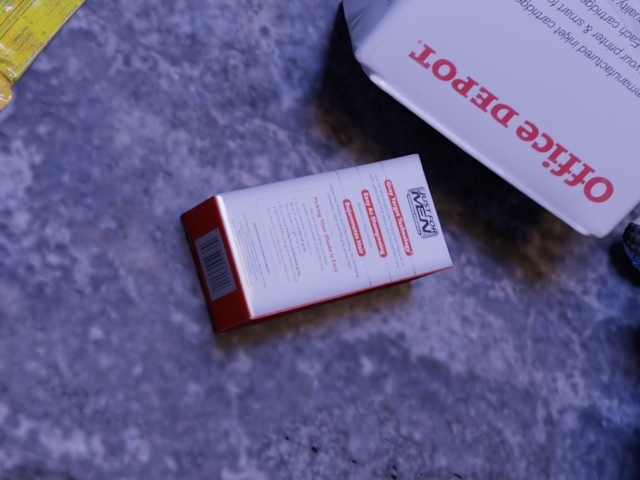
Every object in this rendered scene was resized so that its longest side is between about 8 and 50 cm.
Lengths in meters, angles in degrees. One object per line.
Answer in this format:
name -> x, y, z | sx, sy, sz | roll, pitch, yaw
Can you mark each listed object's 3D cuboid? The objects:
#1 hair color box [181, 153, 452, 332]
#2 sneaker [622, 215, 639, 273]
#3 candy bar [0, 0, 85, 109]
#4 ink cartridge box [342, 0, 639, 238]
hair color box -> 0.000, 0.000, 0.796 | 0.141, 0.043, 0.072 | -12, 83, -34
sneaker -> 0.274, -0.019, 0.977 | 0.191, 0.071, 0.083 | -5, 53, -31
candy bar -> -0.140, -0.137, 0.761 | 0.040, 0.018, 0.161 | 44, 57, -19
ink cartridge box -> 0.172, -0.167, 0.818 | 0.198, 0.273, 0.115 | 34, 21, -20
